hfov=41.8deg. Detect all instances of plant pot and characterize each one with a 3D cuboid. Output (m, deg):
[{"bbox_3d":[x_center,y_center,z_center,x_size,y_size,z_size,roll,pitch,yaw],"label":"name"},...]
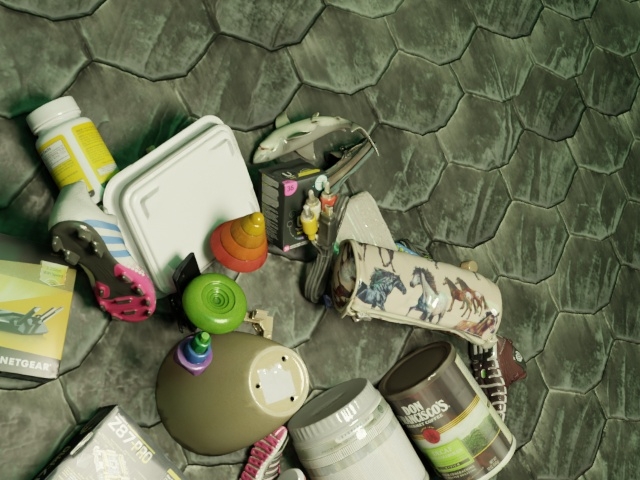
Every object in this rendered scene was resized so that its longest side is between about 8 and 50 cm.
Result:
[{"bbox_3d":[-0.146,0.284,1.614,0.256,0.274,0.257,9,73,-31],"label":"plant pot"}]

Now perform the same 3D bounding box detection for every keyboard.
[{"bbox_3d":[-0.271,0.109,1.665,0.038,0.192,0.100,17,54,19],"label":"keyboard"}]

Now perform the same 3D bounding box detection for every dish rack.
[{"bbox_3d":[-0.255,-0.066,1.690,0.333,0.072,0.286,-43,129,-35],"label":"dish rack"}]

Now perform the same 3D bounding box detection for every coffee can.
[{"bbox_3d":[0.290,0.398,1.915,0.201,0.201,0.275,-41,101,-34],"label":"coffee can"}]

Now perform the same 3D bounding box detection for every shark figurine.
[{"bbox_3d":[-0.007,-0.230,1.925,0.166,0.278,0.116,-85,160,-50],"label":"shark figurine"}]

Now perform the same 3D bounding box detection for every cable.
[{"bbox_3d":[0.000,0.000,1.838,0.072,0.287,0.139,25,45,19],"label":"cable"}]

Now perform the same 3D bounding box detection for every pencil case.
[{"bbox_3d":[0.219,0.129,1.885,0.410,0.160,0.184,15,66,-21],"label":"pencil case"}]

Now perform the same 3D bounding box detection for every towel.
[{"bbox_3d":[0.100,0.038,1.982,0.187,0.049,0.282,-26,92,-36],"label":"towel"}]

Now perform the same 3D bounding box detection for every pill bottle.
[{"bbox_3d":[-0.471,-0.164,1.615,0.119,0.119,0.209,-31,95,-35],"label":"pill bottle"}]

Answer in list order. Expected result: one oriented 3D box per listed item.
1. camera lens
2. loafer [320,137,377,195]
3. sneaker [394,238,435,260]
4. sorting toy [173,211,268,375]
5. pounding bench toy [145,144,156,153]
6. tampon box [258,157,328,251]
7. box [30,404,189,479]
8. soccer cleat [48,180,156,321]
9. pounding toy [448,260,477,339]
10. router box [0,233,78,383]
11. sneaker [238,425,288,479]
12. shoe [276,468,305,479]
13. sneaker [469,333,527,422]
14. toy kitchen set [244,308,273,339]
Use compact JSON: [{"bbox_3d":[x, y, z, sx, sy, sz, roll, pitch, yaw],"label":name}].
[{"bbox_3d":[0.081,0.456,1.750,0.219,0.219,0.274,-33,96,-35],"label":"camera lens"},{"bbox_3d":[0.035,-0.173,1.972,0.084,0.096,0.267,46,59,-8],"label":"loafer"},{"bbox_3d":[0.261,0.054,2.039,0.188,0.067,0.078,36,46,17],"label":"sneaker"},{"bbox_3d":[-0.174,0.074,1.571,0.127,0.126,0.366,27,51,-9],"label":"sorting toy"},{"bbox_3d":[-0.324,-0.161,1.752,0.083,0.052,0.065,5,75,-32],"label":"pounding bench toy"},{"bbox_3d":[-0.061,-0.080,1.828,0.120,0.101,0.161,-20,126,-35],"label":"tampon box"},{"bbox_3d":[-0.358,0.547,1.512,0.395,0.097,0.318,50,58,-12],"label":"box"},{"bbox_3d":[-0.389,0.023,1.555,0.331,0.116,0.143,68,14,-51],"label":"soccer cleat"},{"bbox_3d":[0.379,0.139,2.111,0.181,0.094,0.206,24,65,-26],"label":"pounding toy"},{"bbox_3d":[-0.602,0.107,1.477,0.308,0.081,0.243,15,69,-30],"label":"router box"},{"bbox_3d":[-0.106,0.462,1.713,0.074,0.063,0.170,36,76,-38],"label":"sneaker"},{"bbox_3d":[-0.056,0.528,1.690,0.081,0.178,0.063,10,29,-35],"label":"shoe"},{"bbox_3d":[0.463,0.369,2.101,0.162,0.106,0.282,14,71,-36],"label":"sneaker"},{"bbox_3d":[-0.138,0.189,1.770,0.083,0.068,0.075,14,70,-29],"label":"toy kitchen set"}]
